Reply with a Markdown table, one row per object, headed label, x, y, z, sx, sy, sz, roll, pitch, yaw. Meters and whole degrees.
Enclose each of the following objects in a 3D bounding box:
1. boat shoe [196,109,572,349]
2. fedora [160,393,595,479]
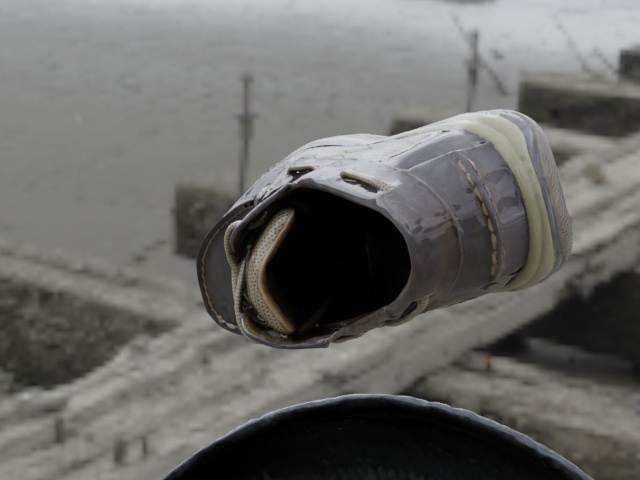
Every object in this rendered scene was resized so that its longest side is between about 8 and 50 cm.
| label | x | y | z | sx | sy | sz | roll | pitch | yaw |
| --- | --- | --- | --- | --- | --- | --- | --- | --- | --- |
| boat shoe | 0.000 | 0.000 | 1.045 | 0.130 | 0.132 | 0.355 | -17 | -3 | -33 |
| fedora | -0.005 | 0.213 | 0.529 | 0.334 | 0.334 | 0.152 | 14 | 2 | 35 |
